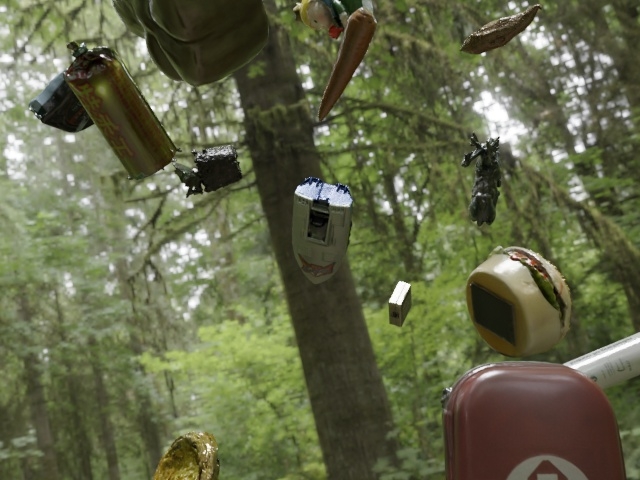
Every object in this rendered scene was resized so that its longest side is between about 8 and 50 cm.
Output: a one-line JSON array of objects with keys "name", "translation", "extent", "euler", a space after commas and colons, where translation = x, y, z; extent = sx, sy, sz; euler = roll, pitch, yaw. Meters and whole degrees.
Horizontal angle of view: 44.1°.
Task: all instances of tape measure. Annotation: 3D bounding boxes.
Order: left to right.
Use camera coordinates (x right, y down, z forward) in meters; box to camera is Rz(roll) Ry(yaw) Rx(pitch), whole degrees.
[{"name": "tape measure", "translation": [-0.671, -0.381, 2.151], "extent": [0.182, 0.107, 0.181], "euler": [-46, -18, 3]}]

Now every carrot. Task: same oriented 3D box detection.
[{"name": "carrot", "translation": [0.036, -0.272, 1.261], "extent": [0.048, 0.048, 0.216], "euler": [-4, -42, -31]}]

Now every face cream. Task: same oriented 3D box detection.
[{"name": "face cream", "translation": [0.619, 0.310, 1.824], "extent": [0.311, 0.092, 0.092], "euler": [-23, -14, -3]}]

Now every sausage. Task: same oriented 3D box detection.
[{"name": "sausage", "translation": [-0.403, -0.268, 1.581], "extent": [0.125, 0.117, 0.317], "euler": [-10, -48, 20]}]

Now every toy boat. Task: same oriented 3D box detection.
[{"name": "toy boat", "translation": [0.000, 0.000, 1.771], "extent": [0.129, 0.088, 0.295], "euler": [15, -42, 8]}]

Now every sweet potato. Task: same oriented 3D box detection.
[{"name": "sweet potato", "translation": [0.384, -0.447, 1.698], "extent": [0.206, 0.060, 0.068], "euler": [-24, -7, 35]}]

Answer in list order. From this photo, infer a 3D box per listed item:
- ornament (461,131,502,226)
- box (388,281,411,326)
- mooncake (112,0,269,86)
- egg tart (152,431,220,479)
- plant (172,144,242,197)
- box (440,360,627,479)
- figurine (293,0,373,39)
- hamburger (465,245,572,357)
[{"name": "ornament", "translation": [0.379, -0.149, 1.859], "extent": [0.080, 0.202, 0.236], "euler": [9, -9, 17]}, {"name": "box", "translation": [0.195, 0.158, 1.937], "extent": [0.035, 0.083, 0.079], "euler": [13, -46, 22]}, {"name": "mooncake", "translation": [-0.350, -0.612, 1.970], "extent": [0.262, 0.467, 0.467], "euler": [-38, -7, -19]}, {"name": "egg tart", "translation": [-0.339, 0.634, 2.050], "extent": [0.107, 0.291, 0.290], "euler": [32, -40, -30]}, {"name": "plant", "translation": [-0.341, -0.211, 2.397], "extent": [0.203, 0.142, 0.131], "euler": [-14, 26, -8]}, {"name": "box", "translation": [0.306, 0.372, 1.121], "extent": [0.263, 0.404, 0.108], "euler": [0, -18, -2]}, {"name": "figurine", "translation": [0.034, -0.632, 2.250], "extent": [0.234, 0.185, 0.127], "euler": [-11, 6, 24]}, {"name": "hamburger", "translation": [0.516, 0.163, 2.056], "extent": [0.170, 0.302, 0.302], "euler": [-22, -10, -24]}]
